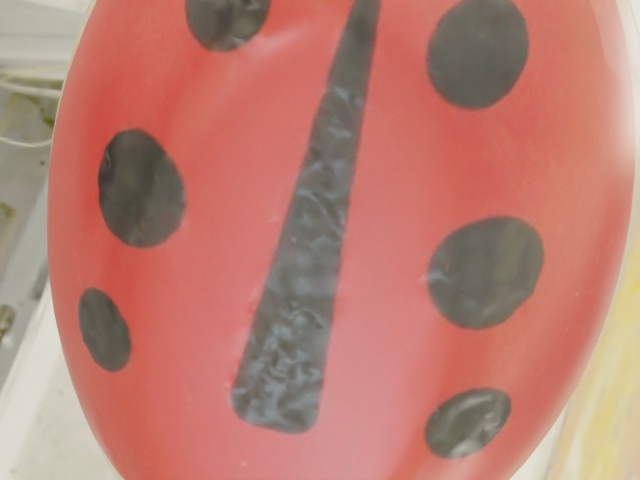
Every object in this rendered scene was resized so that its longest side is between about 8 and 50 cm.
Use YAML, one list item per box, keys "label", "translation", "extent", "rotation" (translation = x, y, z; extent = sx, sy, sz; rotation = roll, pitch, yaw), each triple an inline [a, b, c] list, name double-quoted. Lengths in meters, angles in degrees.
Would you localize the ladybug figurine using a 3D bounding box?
- label: "ladybug figurine"
  translation: [0.000, 0.000, 0.579]
  extent: [0.162, 0.305, 0.449]
  rotation: [-68, 168, -62]
